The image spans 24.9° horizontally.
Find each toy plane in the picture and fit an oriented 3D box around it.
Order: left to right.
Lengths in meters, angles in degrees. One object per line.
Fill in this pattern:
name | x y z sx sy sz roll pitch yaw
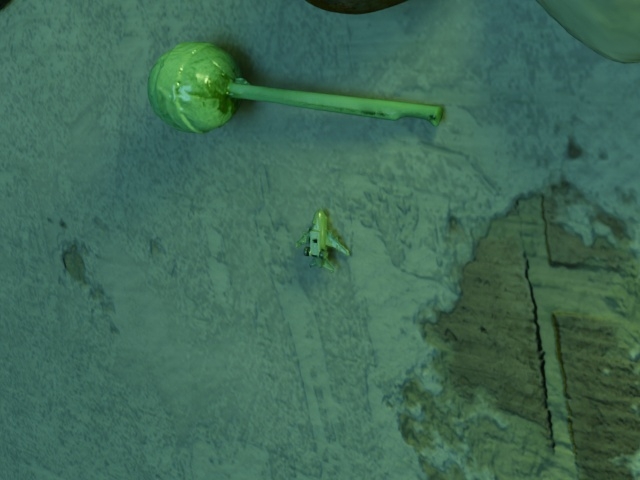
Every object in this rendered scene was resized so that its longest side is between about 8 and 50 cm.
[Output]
toy plane | -0.002 0.001 1.856 0.080 0.033 0.083 10 114 32

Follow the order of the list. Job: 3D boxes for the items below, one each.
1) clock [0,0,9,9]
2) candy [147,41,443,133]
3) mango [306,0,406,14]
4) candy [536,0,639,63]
clock | -0.561 -0.500 2.205 0.325 0.067 0.325 22 122 40
candy | -0.038 -0.178 1.781 0.440 0.119 0.119 9 114 37
mango | 0.067 -0.352 1.513 0.192 0.146 0.316 25 143 -16
candy | 0.295 -0.369 1.263 0.386 0.186 0.427 6 107 50
